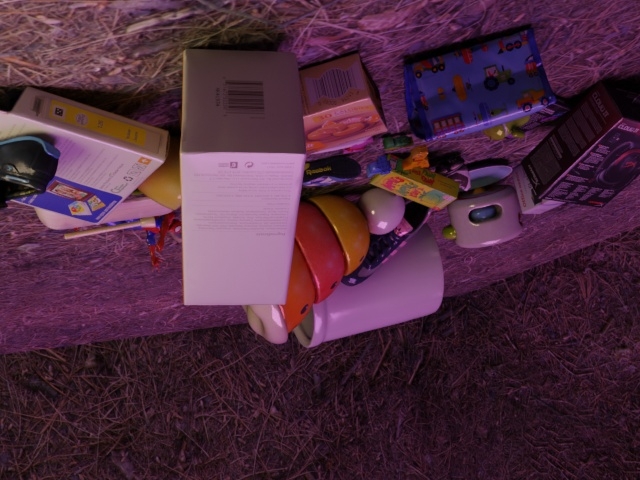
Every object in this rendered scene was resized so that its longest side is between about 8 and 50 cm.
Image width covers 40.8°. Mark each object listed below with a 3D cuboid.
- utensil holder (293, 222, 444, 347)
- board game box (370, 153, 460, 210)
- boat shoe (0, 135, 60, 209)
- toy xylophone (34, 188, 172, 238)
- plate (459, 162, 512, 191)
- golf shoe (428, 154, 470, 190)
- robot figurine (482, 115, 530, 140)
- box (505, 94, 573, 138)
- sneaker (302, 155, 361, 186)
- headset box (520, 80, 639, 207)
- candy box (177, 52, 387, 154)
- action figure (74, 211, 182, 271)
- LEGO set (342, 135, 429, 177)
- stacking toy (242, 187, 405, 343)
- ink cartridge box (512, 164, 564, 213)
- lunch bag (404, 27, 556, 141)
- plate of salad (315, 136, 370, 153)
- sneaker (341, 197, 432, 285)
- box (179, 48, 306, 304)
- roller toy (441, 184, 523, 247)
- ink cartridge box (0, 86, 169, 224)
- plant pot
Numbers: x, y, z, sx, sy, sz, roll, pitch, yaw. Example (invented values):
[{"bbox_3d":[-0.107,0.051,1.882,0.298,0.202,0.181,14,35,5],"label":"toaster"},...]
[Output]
[{"bbox_3d":[0.108,0.099,2.405,0.385,0.328,0.327,-11,167,-16],"label":"utensil holder"},{"bbox_3d":[0.215,-0.131,1.960,0.181,0.043,0.092,20,158,-14],"label":"board game box"},{"bbox_3d":[-0.502,-0.089,1.287,0.258,0.089,0.109,-14,151,37],"label":"boat shoe"},{"bbox_3d":[-0.410,-0.080,1.664,0.322,0.081,0.236,-7,166,-24],"label":"toy xylophone"},{"bbox_3d":[0.397,-0.166,2.207,0.188,0.024,0.188,-13,168,-3],"label":"plate"},{"bbox_3d":[0.265,-0.128,2.056,0.198,0.094,0.077,-19,-168,33],"label":"golf shoe"},{"bbox_3d":[0.365,-0.244,1.697,0.115,0.101,0.067,-35,156,-8],"label":"robot figurine"},{"bbox_3d":[0.438,-0.262,1.821,0.162,0.029,0.116,-20,166,36],"label":"box"},{"bbox_3d":[0.017,-0.147,1.862,0.144,0.053,0.059,-5,167,4],"label":"sneaker"},{"bbox_3d":[0.614,-0.207,1.846,0.218,0.110,0.293,5,142,-33],"label":"headset box"},{"bbox_3d":[-0.058,-0.203,1.457,0.316,0.088,0.183,-15,166,11],"label":"candy box"},{"bbox_3d":[-0.401,-0.008,1.883,0.091,0.139,0.280,-20,168,34],"label":"action figure"},{"bbox_3d":[0.168,-0.187,1.752,0.227,0.087,0.093,-11,168,-13],"label":"LEGO set"},{"bbox_3d":[0.000,0.000,2.084,0.479,0.351,0.350,-28,170,-13],"label":"stacking toy"},{"bbox_3d":[0.586,-0.153,2.205,0.072,0.128,0.175,-2,163,-34],"label":"ink cartridge box"},{"bbox_3d":[0.271,-0.248,1.542,0.220,0.138,0.293,-16,176,4],"label":"lunch bag"},{"bbox_3d":[0.014,-0.199,1.635,0.199,0.048,0.200,-10,-179,0],"label":"plate of salad"},{"bbox_3d":[0.166,-0.012,2.212,0.319,0.112,0.131,-47,-171,-23],"label":"sneaker"},{"bbox_3d":[-0.126,-0.085,1.302,0.168,0.215,0.345,0,140,-8],"label":"box"},{"bbox_3d":[0.443,-0.074,2.318,0.209,0.146,0.191,-21,-168,-35],"label":"roller toy"},{"bbox_3d":[-0.443,-0.136,1.369,0.307,0.072,0.303,19,153,-28],"label":"ink cartridge box"},{"bbox_3d":[-0.286,-0.129,1.508,0.095,0.134,0.134,15,155,-27],"label":"plant pot"}]
